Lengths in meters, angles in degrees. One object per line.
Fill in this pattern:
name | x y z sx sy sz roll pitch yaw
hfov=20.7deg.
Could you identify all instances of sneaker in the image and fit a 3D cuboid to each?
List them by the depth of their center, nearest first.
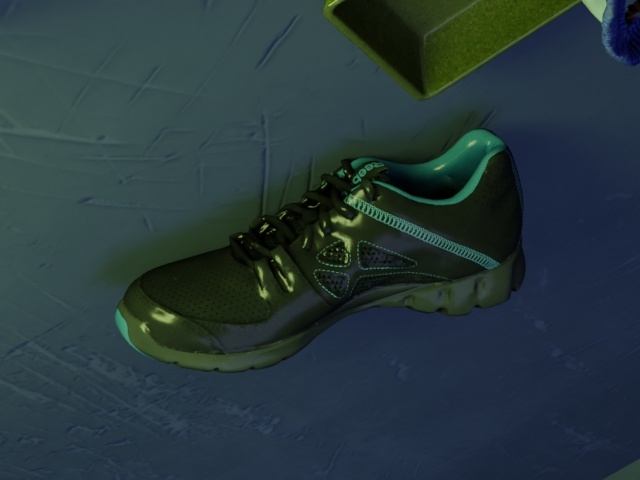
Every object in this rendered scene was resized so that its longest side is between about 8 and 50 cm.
sneaker | 0.000 0.000 1.369 0.341 0.125 0.140 -15 127 -19

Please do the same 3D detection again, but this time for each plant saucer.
plant saucer | 0.104 -0.183 1.136 0.188 0.045 0.188 -32 156 13

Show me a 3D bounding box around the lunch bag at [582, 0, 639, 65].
lunch bag | 0.178 -0.312 0.588 0.385 0.328 0.239 -29 159 9
